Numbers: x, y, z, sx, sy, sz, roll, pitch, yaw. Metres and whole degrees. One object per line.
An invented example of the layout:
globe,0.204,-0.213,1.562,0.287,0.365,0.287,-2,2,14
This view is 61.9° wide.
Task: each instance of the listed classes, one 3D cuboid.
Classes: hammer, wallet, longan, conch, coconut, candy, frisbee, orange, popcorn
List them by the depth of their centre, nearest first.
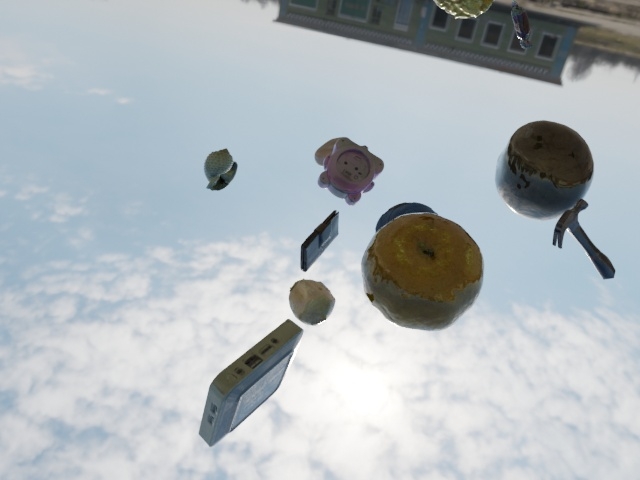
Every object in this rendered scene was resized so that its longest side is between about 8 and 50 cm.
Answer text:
orange,0.229,0.073,1.219,0.278,0.235,0.279,-2,-121,3
hammer,0.761,0.024,1.520,0.290,0.137,0.037,43,-179,-26
popcorn,0.428,-0.770,1.564,0.200,0.226,0.203,-32,-162,-28
candy,0.690,-0.741,1.828,0.043,0.175,0.045,-44,-145,-17
frisbee,0.306,-0.033,1.846,0.241,0.045,0.242,-5,-118,10
wallet,0.000,0.000,1.871,0.042,0.124,0.230,25,-132,22
conch,-0.374,-0.268,1.977,0.135,0.153,0.102,11,-144,-50
longan,0.850,-0.264,2.046,0.336,0.405,0.404,-26,-143,-13
coconut,-0.031,0.253,2.141,0.194,0.195,0.194,10,-155,-5

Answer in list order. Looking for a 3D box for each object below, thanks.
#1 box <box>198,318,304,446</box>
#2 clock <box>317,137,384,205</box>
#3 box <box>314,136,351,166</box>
box,-0.218,0.460,1.717,0.090,0.373,0.367,38,-135,17
clock,0.117,-0.274,2.139,0.227,0.090,0.248,32,-116,0
box,0.060,-0.399,2.397,0.145,0.088,0.200,0,-148,39
